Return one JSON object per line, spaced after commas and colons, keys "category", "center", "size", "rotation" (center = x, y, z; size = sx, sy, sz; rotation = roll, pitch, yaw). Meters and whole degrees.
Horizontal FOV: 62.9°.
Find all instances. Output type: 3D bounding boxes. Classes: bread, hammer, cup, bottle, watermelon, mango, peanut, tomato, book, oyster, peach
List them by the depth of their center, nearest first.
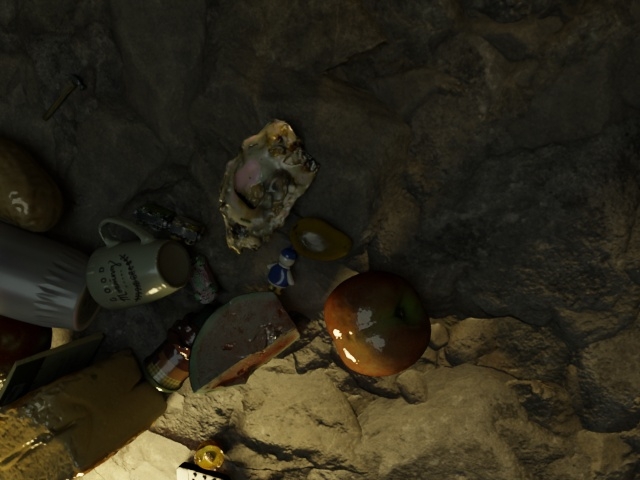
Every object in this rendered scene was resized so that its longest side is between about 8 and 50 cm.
{"category": "peach", "center": [0.130, 0.198, 1.247], "size": [0.252, 0.252, 0.253], "rotation": [5, 106, 17]}
{"category": "mango", "center": [0.000, 0.000, 1.317], "size": [0.161, 0.076, 0.103], "rotation": [17, 103, 4]}
{"category": "oyster", "center": [-0.153, -0.135, 1.325], "size": [0.201, 0.107, 0.355], "rotation": [32, 100, -14]}
{"category": "watermelon", "center": [-0.212, 0.278, 1.369], "size": [0.305, 0.180, 0.224], "rotation": [-34, 108, -11]}
{"category": "cup", "center": [-0.494, 0.048, 1.408], "size": [0.234, 0.186, 0.258], "rotation": [-14, 106, 27]}
{"category": "bottle", "center": [-0.370, 0.297, 1.468], "size": [0.271, 0.143, 0.156], "rotation": [-46, 68, 10]}
{"category": "hammer", "center": [-0.732, -0.400, 1.474], "size": [0.182, 0.017, 0.062], "rotation": [-34, 92, 23]}
{"category": "cup", "center": [-0.827, 0.110, 1.500], "size": [0.371, 0.253, 0.253], "rotation": [20, 110, 0]}
{"category": "peanut", "center": [-0.900, -0.175, 1.507], "size": [0.387, 0.169, 0.192], "rotation": [46, 102, 5]}
{"category": "bread", "center": [-0.725, 0.542, 1.538], "size": [0.371, 0.390, 0.279], "rotation": [-32, 85, 24]}
{"category": "book", "center": [-0.801, 0.383, 1.559], "size": [0.026, 0.289, 0.201], "rotation": [43, 113, 16]}
{"category": "tomato", "center": [-0.970, 0.343, 1.587], "size": [0.303, 0.303, 0.239], "rotation": [-35, 54, 23]}
{"category": "peach", "center": [-0.335, 0.652, 1.606], "size": [0.098, 0.061, 0.098], "rotation": [-2, 111, -5]}

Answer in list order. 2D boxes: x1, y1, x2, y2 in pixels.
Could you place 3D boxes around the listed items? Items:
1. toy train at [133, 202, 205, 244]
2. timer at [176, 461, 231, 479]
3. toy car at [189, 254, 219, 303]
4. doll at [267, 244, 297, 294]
{"category": "toy train", "center": [-0.410, -0.046, 1.435], "size": [0.202, 0.081, 0.060], "rotation": [21, 111, 4]}
{"category": "timer", "center": [-0.365, 0.785, 1.658], "size": [0.187, 0.055, 0.144], "rotation": [7, 104, 20]}
{"category": "toy car", "center": [-0.329, 0.108, 1.461], "size": [0.069, 0.055, 0.142], "rotation": [-30, 80, 22]}
{"category": "doll", "center": [-0.099, 0.074, 1.377], "size": [0.098, 0.057, 0.143], "rotation": [33, 112, 29]}
